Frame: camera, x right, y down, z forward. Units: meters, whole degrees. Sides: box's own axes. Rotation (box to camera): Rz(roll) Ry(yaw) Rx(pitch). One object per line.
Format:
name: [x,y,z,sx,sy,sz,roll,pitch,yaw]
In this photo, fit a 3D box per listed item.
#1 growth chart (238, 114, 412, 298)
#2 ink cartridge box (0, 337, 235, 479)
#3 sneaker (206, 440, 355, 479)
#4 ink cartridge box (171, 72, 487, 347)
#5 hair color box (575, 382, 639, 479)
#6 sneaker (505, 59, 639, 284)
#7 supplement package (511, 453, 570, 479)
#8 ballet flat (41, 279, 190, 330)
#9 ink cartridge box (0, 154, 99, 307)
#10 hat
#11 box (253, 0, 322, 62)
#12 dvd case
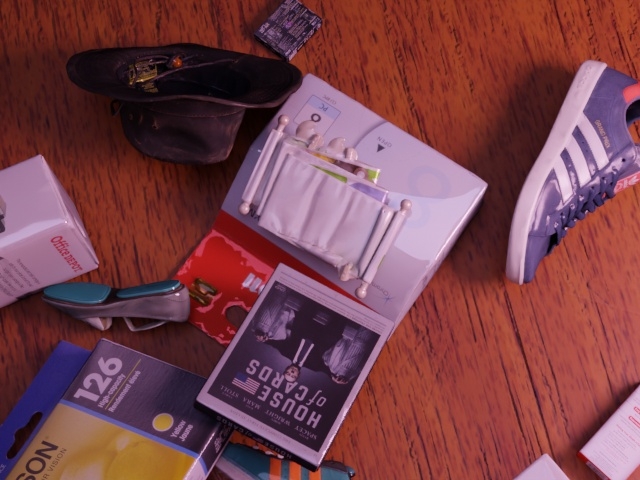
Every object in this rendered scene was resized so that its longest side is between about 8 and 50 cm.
growth chart: [0.005,-0.054,1.822,0.237,0.021,0.172,33,92,12]
ink cartridge box: [-0.298,0.274,1.719,0.307,0.072,0.303,18,57,20]
sneaker: [-0.027,0.332,1.755,0.302,0.108,0.121,31,57,17]
ink cartridge box: [0.000,0.000,1.854,0.308,0.091,0.385,33,76,12]
hair color box: [0.414,0.256,1.779,0.072,0.043,0.141,43,80,14]
sneaker: [0.370,-0.083,1.839,0.148,0.131,0.350,22,75,14]
supplement package: [0.249,0.397,1.612,0.177,0.293,0.175,-38,74,-8]
ballet flat: [-0.283,0.095,1.849,0.213,0.072,0.068,-3,110,12]
ink cartridge box: [-0.461,0.014,1.814,0.273,0.198,0.115,-23,73,-5]
hat: [-0.193,-0.181,1.866,0.331,0.331,0.134,6,110,5]
box: [-0.048,-0.315,1.989,0.067,0.018,0.083,37,78,13]
dvd case: [-0.031,0.160,1.737,0.179,0.029,0.238,28,57,5]
